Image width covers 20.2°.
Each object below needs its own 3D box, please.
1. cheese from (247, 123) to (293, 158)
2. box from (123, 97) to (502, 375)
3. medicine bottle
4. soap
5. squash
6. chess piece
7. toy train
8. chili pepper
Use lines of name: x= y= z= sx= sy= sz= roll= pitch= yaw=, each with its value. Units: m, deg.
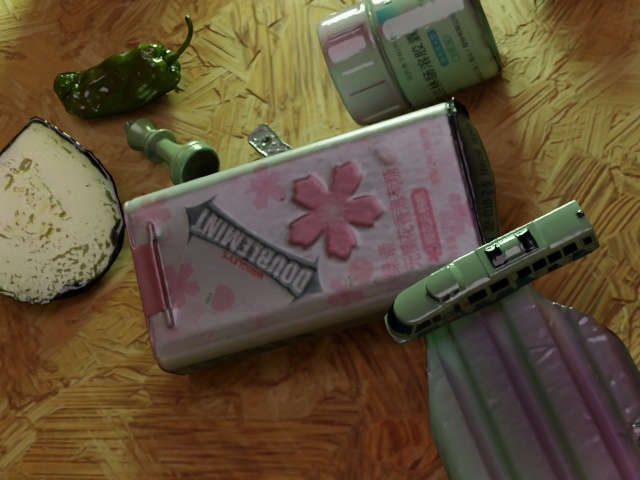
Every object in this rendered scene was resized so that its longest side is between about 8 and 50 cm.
cheese: x=-0.019 y=-0.067 z=1.925 sx=0.097 sy=0.037 sz=0.192 roll=-41 pitch=50 yaw=-6
box: x=0.000 y=0.000 z=1.799 sx=0.369 sy=0.112 sz=0.190 roll=-15 pitch=79 yaw=14
medicine bottle: x=0.094 y=-0.208 z=1.907 sx=0.168 sy=0.135 sz=0.135 roll=-21 pitch=52 yaw=11
soap: x=0.204 y=0.171 z=1.614 sx=0.193 sy=0.109 sz=0.324 roll=-26 pitch=52 yaw=5
squash: x=-0.305 y=-0.011 z=2.009 sx=0.184 sy=0.085 sz=0.192 roll=39 pitch=81 yaw=9
chess piece: x=-0.176 y=-0.103 z=2.017 sx=0.059 sy=0.059 sz=0.149 roll=-48 pitch=45 yaw=-11
toy train: x=0.151 y=0.032 z=1.636 sx=0.207 sy=0.047 sz=0.043 roll=-28 pitch=49 yaw=2
chili pepper: x=-0.212 y=-0.188 z=2.076 sx=0.204 sy=0.073 sz=0.072 roll=-15 pitch=70 yaw=29
